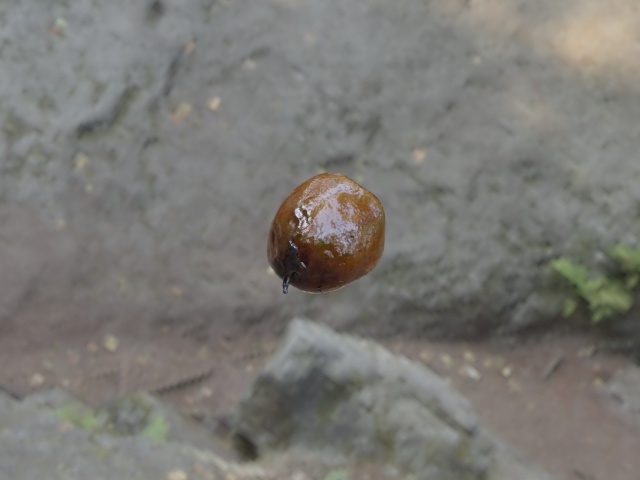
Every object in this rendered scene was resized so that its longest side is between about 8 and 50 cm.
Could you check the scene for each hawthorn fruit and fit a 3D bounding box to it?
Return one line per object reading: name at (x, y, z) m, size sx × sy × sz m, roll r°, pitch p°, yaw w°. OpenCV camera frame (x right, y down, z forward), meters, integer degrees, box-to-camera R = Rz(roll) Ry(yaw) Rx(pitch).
hawthorn fruit at (0.000, 0.000, 1.243) m, size 0.081 × 0.081 × 0.093 m, roll 39°, pitch 38°, yaw 8°
